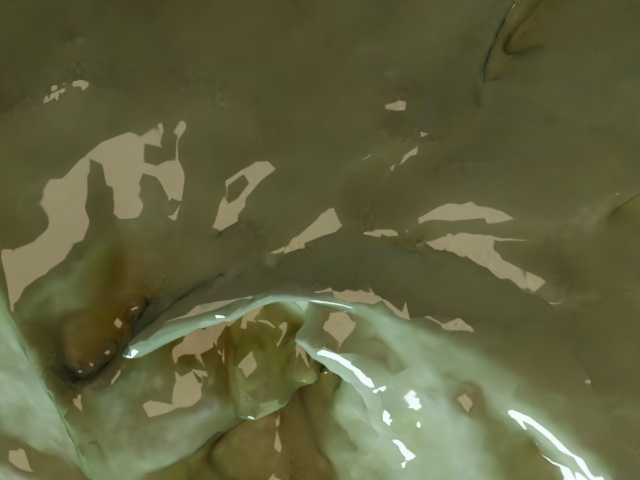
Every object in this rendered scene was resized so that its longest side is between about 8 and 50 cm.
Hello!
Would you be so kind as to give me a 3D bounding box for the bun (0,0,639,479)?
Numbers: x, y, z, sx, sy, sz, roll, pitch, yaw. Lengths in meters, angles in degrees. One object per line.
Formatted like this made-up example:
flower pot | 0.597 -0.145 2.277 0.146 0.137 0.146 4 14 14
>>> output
bun | 0.000 0.000 0.428 0.361 0.213 0.361 2 108 7
